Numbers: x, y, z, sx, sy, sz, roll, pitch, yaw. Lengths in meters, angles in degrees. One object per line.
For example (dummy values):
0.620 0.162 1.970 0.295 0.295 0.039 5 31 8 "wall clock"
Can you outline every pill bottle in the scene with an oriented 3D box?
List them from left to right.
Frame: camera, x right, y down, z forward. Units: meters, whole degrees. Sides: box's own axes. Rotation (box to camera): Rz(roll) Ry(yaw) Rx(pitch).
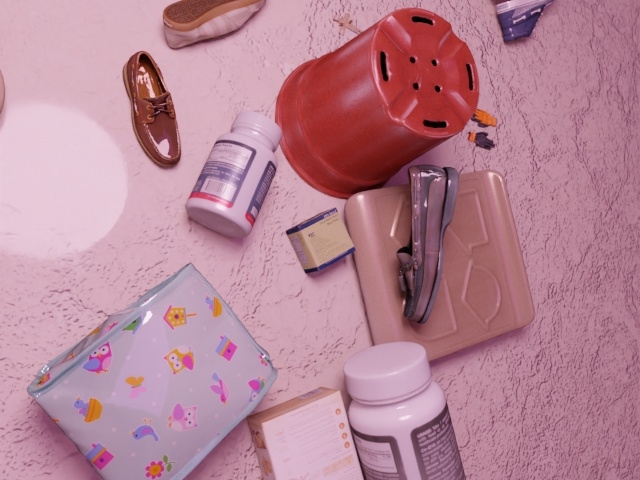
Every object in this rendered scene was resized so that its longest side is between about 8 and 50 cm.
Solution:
-0.129 -0.106 0.882 0.108 0.108 0.180 29 70 -21 "pill bottle"
0.137 0.320 0.907 0.161 0.161 0.283 -19 99 -28 "pill bottle"

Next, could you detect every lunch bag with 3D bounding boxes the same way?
-0.213 0.186 0.767 0.262 0.160 0.223 -40 100 -21 "lunch bag"

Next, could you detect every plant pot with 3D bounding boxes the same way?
0.098 -0.228 0.929 0.272 0.265 0.273 4 81 -26 "plant pot"

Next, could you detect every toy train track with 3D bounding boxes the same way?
0.064 -0.413 1.081 0.083 0.014 0.048 21 74 -24 "toy train track"

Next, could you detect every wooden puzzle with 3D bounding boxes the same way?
0.224 0.047 1.064 0.347 0.080 0.322 -12 89 -23 "wooden puzzle"

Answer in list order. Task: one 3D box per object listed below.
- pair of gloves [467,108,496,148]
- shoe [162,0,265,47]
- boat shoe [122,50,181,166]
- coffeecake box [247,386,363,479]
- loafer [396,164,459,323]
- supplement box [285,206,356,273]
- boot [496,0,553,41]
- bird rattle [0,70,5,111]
0.351 -0.241 1.207 0.074 0.010 0.083 14 77 -25 "pair of gloves"
-0.172 -0.384 0.936 0.076 0.058 0.219 41 58 18 "shoe"
-0.256 -0.202 0.856 0.064 0.060 0.178 -18 91 -28 "boat shoe"
-0.019 0.349 0.892 0.142 0.068 0.186 -15 89 -29 "coffeecake box"
0.162 0.004 0.940 0.084 0.096 0.268 9 97 -7 "loafer"
0.000 0.000 0.961 0.083 0.056 0.083 -28 96 -28 "supplement box"
0.479 -0.517 1.293 0.190 0.069 0.086 -24 108 -26 "boot"
-0.515 -0.222 0.718 0.207 0.143 0.254 44 52 -28 "bird rattle"
